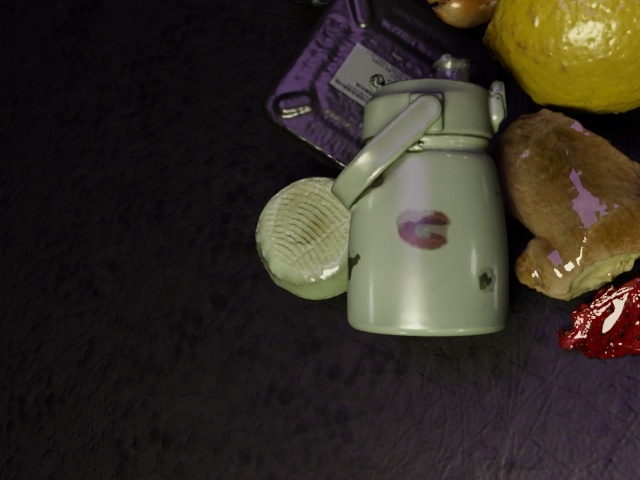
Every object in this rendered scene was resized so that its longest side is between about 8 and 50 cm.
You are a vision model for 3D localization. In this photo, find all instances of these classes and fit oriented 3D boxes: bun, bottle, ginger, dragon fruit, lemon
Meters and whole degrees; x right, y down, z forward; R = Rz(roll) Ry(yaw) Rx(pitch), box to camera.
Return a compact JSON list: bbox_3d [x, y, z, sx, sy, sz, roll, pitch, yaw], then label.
[{"bbox_3d":[0.000,0.000,1.166,0.196,0.118,0.195,-8,66,20],"label":"bun"},{"bbox_3d":[0.127,-0.059,0.993,0.229,0.229,0.351,-1,91,29],"label":"bottle"},{"bbox_3d":[0.312,-0.042,1.004,0.276,0.130,0.221,28,93,41],"label":"ginger"},{"bbox_3d":[0.353,0.091,0.958,0.131,0.063,0.097,-14,62,24],"label":"dragon fruit"},{"bbox_3d":[0.360,-0.292,1.013,0.311,0.253,0.253,-4,67,28],"label":"lemon"}]

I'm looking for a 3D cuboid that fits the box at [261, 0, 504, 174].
[{"bbox_3d":[0.093,-0.227,1.174,0.290,0.073,0.288,35,88,5],"label":"box"}]

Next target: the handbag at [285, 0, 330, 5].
[{"bbox_3d":[0.020,-0.456,1.326,0.260,0.162,0.113,26,125,46],"label":"handbag"}]

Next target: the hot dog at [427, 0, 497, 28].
[{"bbox_3d":[0.310,-0.427,1.147,0.338,0.100,0.135,-24,55,-4],"label":"hot dog"}]
